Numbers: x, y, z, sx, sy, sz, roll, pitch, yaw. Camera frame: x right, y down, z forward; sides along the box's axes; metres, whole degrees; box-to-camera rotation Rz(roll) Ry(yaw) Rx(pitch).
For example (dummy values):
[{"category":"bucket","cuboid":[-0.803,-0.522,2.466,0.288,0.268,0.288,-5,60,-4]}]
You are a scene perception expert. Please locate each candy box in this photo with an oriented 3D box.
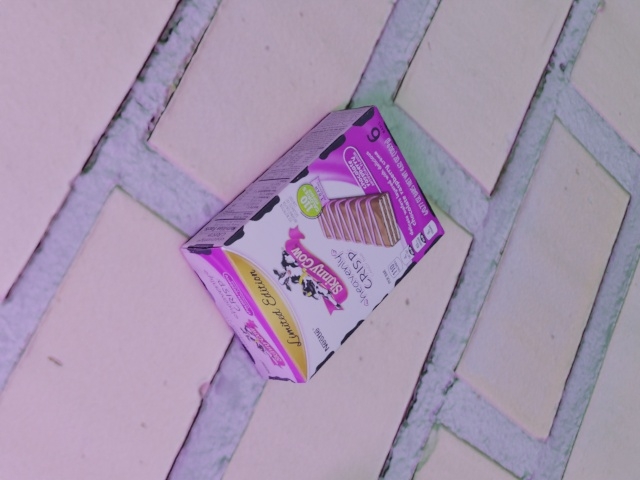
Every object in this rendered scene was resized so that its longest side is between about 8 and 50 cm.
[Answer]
[{"category":"candy box","cuboid":[0.000,0.000,1.113,0.233,0.071,0.159,-45,116,-31]}]
